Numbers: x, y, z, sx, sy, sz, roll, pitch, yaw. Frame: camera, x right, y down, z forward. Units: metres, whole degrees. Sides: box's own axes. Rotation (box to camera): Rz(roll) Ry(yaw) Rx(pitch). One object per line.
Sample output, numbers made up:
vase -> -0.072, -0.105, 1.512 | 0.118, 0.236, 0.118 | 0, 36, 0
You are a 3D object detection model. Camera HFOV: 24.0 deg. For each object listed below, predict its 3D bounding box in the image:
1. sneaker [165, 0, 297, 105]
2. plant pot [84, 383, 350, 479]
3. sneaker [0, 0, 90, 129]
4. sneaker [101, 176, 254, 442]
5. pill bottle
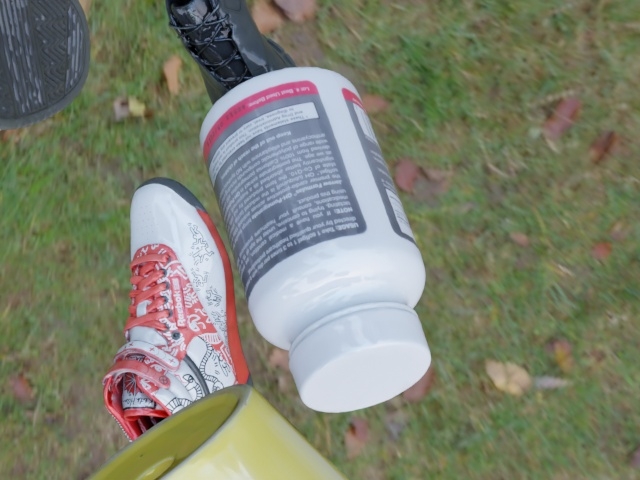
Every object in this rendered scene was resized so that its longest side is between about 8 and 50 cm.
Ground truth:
sneaker -> -0.111, -0.219, 1.631 | 0.109, 0.130, 0.286 | -26, 91, 17
plant pot -> -0.046, 0.235, 0.970 | 0.254, 0.254, 0.239 | -34, 99, 3
sneaker -> -0.285, -0.104, 0.840 | 0.178, 0.296, 0.123 | 5, 98, 35
sneaker -> -0.151, 0.079, 1.434 | 0.090, 0.145, 0.270 | -12, 96, 34
pill bottle -> 0.000, 0.000, 1.483 | 0.176, 0.318, 0.176 | -14, 149, -8
